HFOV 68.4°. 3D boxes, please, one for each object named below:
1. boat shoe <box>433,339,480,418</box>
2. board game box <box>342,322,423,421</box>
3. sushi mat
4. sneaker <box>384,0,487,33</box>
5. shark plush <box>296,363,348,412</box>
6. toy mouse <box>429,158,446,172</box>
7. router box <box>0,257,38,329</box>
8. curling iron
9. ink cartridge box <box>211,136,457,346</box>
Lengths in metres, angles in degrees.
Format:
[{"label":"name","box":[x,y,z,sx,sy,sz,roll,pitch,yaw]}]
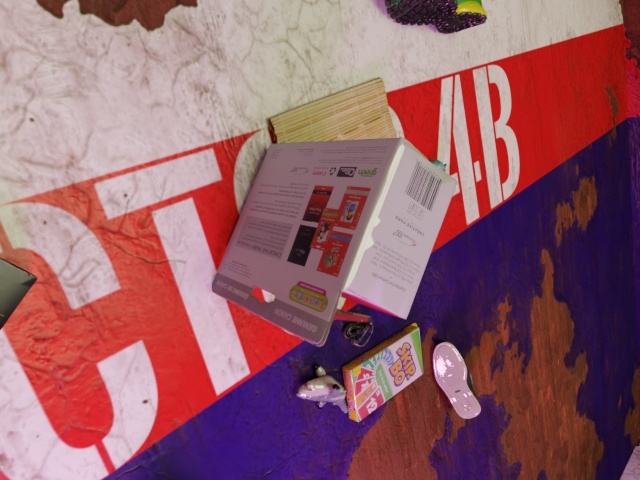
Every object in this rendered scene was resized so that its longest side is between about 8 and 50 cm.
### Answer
[{"label":"boat shoe","box":[0.349,0.353,1.233,0.079,0.084,0.233,-71,138,-66]},{"label":"board game box","box":[0.155,0.289,1.066,0.260,0.039,0.124,-21,108,-42]},{"label":"sushi mat","box":[0.039,-0.209,0.921,0.317,0.019,0.151,-32,116,-35]},{"label":"sneaker","box":[0.242,-0.550,1.018,0.344,0.134,0.146,-16,98,-49]},{"label":"shark plush","box":[0.011,0.306,0.943,0.067,0.073,0.161,-46,146,-7]},{"label":"toy mouse","box":[0.273,-0.143,1.131,0.161,0.031,0.143,-53,125,-25]},{"label":"router box","box":[-0.429,0.051,0.502,0.179,0.046,0.133,43,66,-36]},{"label":"curling iron","box":[0.012,0.156,0.920,0.274,0.035,0.068,24,78,-41]},{"label":"ink cartridge box","box":[0.000,0.000,0.700,0.130,0.310,0.271,27,82,-37]}]
